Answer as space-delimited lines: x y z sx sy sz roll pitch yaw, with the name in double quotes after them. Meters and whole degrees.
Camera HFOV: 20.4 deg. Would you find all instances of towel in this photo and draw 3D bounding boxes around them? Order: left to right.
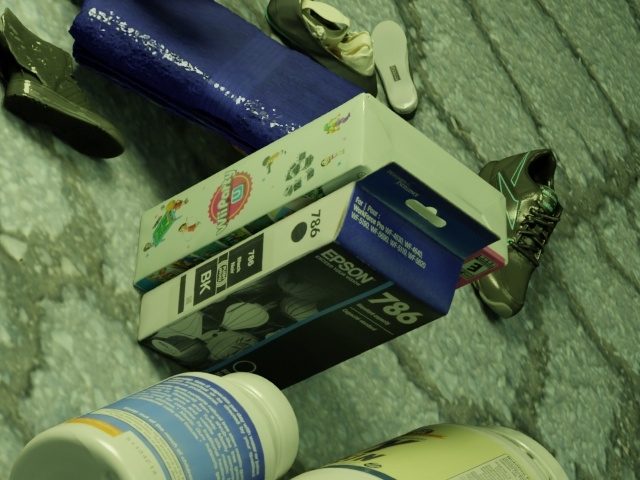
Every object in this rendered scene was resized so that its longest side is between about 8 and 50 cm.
-0.102 -0.170 1.866 0.308 0.076 0.227 31 24 1 "towel"

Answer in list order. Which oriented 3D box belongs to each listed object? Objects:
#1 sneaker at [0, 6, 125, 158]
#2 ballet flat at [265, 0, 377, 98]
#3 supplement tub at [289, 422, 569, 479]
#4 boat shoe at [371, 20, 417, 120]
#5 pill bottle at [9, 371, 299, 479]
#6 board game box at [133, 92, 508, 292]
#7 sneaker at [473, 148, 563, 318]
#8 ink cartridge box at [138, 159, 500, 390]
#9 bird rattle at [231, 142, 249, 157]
-0.259 -0.153 1.758 0.170 0.051 0.089 28 50 -36 "sneaker"
0.020 -0.243 2.191 0.203 0.074 0.074 38 40 -33 "ballet flat"
0.098 0.309 1.738 0.325 0.235 0.235 -11 76 -56 "supplement tub"
0.096 -0.219 2.307 0.040 0.049 0.142 72 6 -62 "boat shoe"
-0.135 0.203 1.573 0.272 0.152 0.152 -19 82 -56 "pill bottle"
0.000 0.000 1.766 0.224 0.303 0.097 34 44 -36 "board game box"
0.255 -0.019 2.317 0.101 0.106 0.267 39 40 -33 "sneaker"
-0.004 0.048 1.700 0.165 0.333 0.065 33 43 -35 "ink cartridge box"
0.001 -0.087 2.008 0.207 0.143 0.253 42 32 -1 "bird rattle"
